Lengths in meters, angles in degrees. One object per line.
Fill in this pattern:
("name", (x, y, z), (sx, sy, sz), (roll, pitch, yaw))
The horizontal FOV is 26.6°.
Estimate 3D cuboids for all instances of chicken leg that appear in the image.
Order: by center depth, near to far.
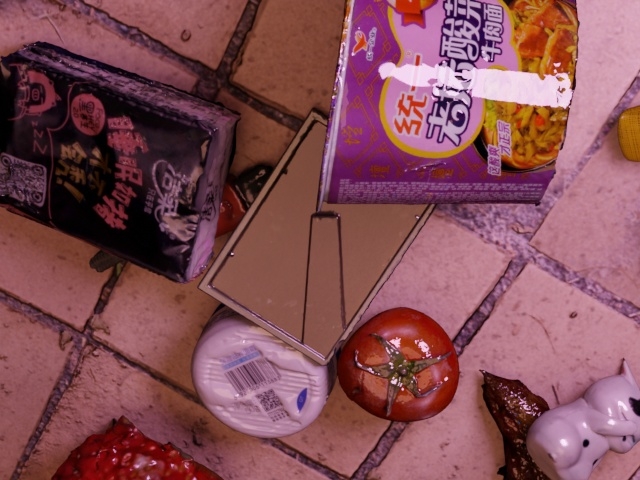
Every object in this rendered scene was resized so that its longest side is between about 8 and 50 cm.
("chicken leg", (0.292, 0.282, 1.924), (0.105, 0.063, 0.233), (-9, 114, 13))

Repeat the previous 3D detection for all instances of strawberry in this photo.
("strawberry", (-0.301, 0.453, 2.011), (0.292, 0.343, 0.292), (17, 137, 17))

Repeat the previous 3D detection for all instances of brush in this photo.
("brush", (-0.194, -0.020, 1.888), (0.323, 0.051, 0.070), (-25, 109, 25))

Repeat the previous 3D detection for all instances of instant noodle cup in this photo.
("instant noodle cup", (0.145, -0.183, 1.571), (0.266, 0.340, 0.339), (8, 120, 1))

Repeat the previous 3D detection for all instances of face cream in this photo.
("face cream", (-0.079, 0.179, 1.935), (0.206, 0.111, 0.205), (5, 120, 10))

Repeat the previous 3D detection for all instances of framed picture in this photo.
("framed picture", (0.000, 0.000, 1.811), (0.211, 0.020, 0.289), (32, 100, -4))

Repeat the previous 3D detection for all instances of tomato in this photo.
("tomato", (0.111, 0.173, 1.859), (0.167, 0.167, 0.167), (6, 119, 11))

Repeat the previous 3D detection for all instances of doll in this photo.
("doll", (0.368, 0.255, 1.835), (0.181, 0.107, 0.110), (-29, 121, -6))

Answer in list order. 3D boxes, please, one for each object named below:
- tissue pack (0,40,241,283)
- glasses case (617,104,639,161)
("tissue pack", (-0.278, -0.103, 1.805), (0.332, 0.123, 0.245), (21, 118, 16))
("glasses case", (0.479, -0.139, 1.640), (0.234, 0.064, 0.079), (-6, 129, 18))
